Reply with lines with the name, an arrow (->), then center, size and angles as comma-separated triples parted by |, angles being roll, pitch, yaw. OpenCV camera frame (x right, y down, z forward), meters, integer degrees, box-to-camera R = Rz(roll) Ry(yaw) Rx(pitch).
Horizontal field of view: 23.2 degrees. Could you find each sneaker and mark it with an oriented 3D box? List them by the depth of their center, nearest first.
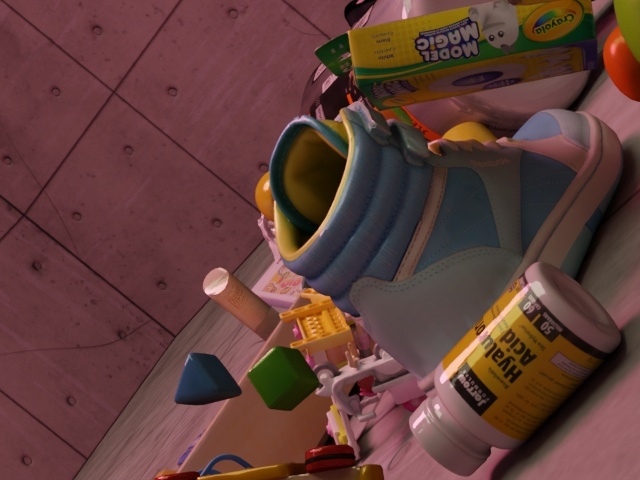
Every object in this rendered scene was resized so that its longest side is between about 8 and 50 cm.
sneaker -> 0.083, -0.045, 1.064 | 0.127, 0.208, 0.319 | -50, 4, 36

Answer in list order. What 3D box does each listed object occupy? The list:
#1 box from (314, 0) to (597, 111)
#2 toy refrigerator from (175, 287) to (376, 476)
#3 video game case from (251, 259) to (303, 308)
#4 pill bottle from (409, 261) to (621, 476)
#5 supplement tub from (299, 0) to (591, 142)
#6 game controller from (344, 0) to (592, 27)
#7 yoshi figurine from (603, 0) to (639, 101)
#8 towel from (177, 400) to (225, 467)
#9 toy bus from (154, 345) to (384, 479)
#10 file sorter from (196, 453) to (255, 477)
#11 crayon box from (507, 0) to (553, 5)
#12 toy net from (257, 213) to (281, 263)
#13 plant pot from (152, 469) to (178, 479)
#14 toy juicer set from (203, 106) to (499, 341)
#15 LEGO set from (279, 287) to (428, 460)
box -> 0.091, -0.123, 1.026 | 0.179, 0.043, 0.105 | -9, -6, 10
toy refrigerator -> -0.051, 0.175, 1.332 | 0.269, 0.094, 0.102 | -55, 0, -43
video game case -> 0.030, -0.001, 1.849 | 0.206, 0.026, 0.227 | -52, 23, -16
pill bottle -> 0.103, 0.073, 0.853 | 0.116, 0.065, 0.065 | -50, 5, 17
supplement tub -> 0.108, -0.148, 1.577 | 0.207, 0.207, 0.338 | -54, 5, -31
game controller -> 0.187, -0.270, 1.662 | 0.319, 0.067, 0.166 | -17, -23, 27
yoshi figurine -> 0.221, -0.160, 0.920 | 0.362, 0.203, 0.203 | -147, 80, -82
towel -> -0.053, 0.131, 1.932 | 0.336, 0.040, 0.243 | -53, 5, -24
toy bus -> -0.013, 0.173, 0.890 | 0.191, 0.202, 0.104 | -57, -26, 10
file sorter -> -0.086, 0.237, 1.103 | 0.118, 0.104, 0.170 | -53, 5, -34
crayon box -> 0.273, -0.259, 0.696 | 0.363, 0.106, 0.313 | -4, 40, 43
toy net -> 0.000, 0.000, 1.597 | 0.045, 0.232, 0.122 | 2, -66, -42
plant pot -> -0.136, 0.263, 1.454 | 0.081, 0.083, 0.081 | -46, 7, 37
toy juicer set -> 0.016, 0.013, 1.404 | 0.329, 0.209, 0.089 | -49, 45, 26
LEGO set -> 0.049, 0.088, 1.243 | 0.132, 0.107, 0.287 | -11, 15, 19
